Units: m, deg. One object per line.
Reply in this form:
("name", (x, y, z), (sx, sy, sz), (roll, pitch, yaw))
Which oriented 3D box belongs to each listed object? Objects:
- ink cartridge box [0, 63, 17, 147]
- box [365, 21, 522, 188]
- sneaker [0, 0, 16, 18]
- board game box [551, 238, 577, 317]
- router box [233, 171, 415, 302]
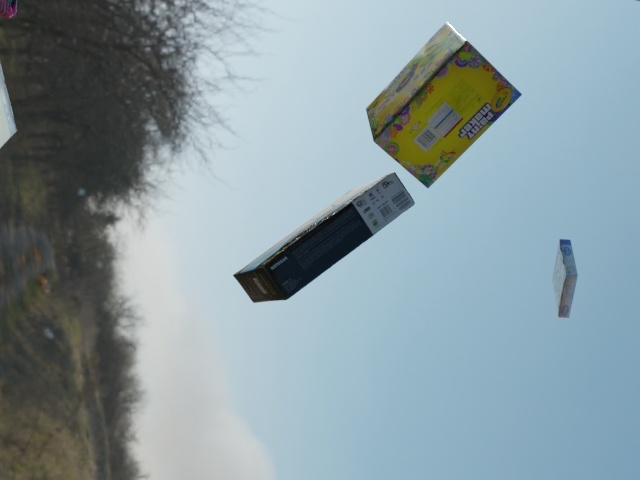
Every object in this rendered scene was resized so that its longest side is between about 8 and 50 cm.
("ink cartridge box", (-0.559, -0.297, 1.164), (0.303, 0.072, 0.307), (-130, -147, -69))
("box", (0.271, -0.322, 1.721), (0.290, 0.177, 0.279), (-46, -162, 19))
("sneaker", (-0.620, -0.612, 1.608), (0.112, 0.299, 0.121), (48, 13, -21))
("board game box", (0.389, 0.060, 1.182), (0.090, 0.020, 0.090), (-77, 166, -50))
("router box", (0.000, 0.000, 0.809), (0.046, 0.179, 0.133), (56, -20, -6))
